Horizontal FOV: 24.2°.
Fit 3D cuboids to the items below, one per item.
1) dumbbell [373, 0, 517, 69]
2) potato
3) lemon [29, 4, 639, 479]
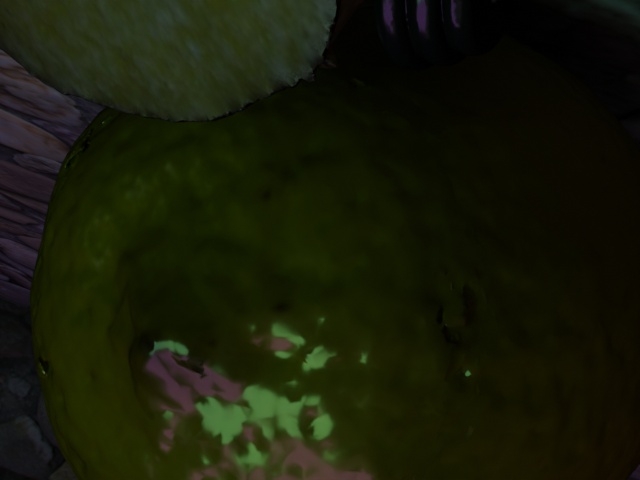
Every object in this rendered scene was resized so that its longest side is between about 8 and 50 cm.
[{"bbox_3d":[0.008,-0.125,0.621,0.208,0.099,0.099,14,165,23],"label":"dumbbell"},{"bbox_3d":[-0.069,-0.167,0.510,0.299,0.116,0.239,1,131,54],"label":"potato"},{"bbox_3d":[0.019,0.033,0.756,0.336,0.336,0.336,19,166,5],"label":"lemon"}]
